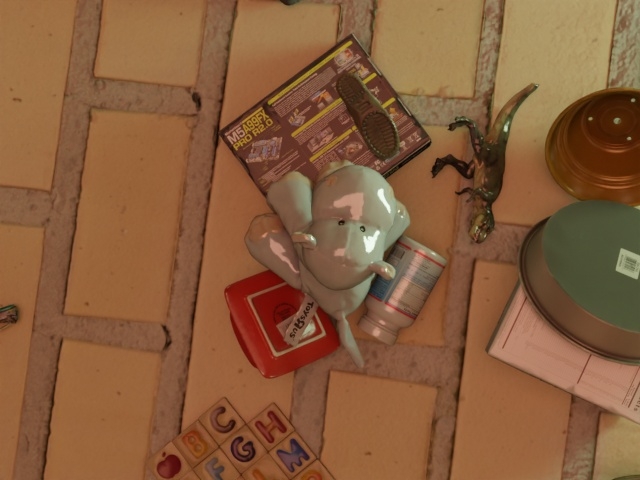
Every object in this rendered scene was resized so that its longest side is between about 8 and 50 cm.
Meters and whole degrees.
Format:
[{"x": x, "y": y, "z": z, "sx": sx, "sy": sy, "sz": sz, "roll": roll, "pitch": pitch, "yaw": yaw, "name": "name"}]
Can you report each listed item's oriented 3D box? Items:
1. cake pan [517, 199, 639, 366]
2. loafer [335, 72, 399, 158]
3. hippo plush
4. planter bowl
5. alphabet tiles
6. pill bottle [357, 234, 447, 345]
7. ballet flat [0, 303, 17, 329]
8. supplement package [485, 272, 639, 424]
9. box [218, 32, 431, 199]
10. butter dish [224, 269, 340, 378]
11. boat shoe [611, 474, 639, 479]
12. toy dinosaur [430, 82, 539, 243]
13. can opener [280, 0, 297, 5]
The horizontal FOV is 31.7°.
[{"x": 0.436, "y": 0.050, "z": 1.647, "sx": 0.293, "sy": 0.054, "sz": 0.293, "roll": 8, "pitch": 48, "yaw": -9, "name": "cake pan"}, {"x": 0.075, "y": -0.194, "z": 1.736, "sx": 0.056, "sy": 0.050, "sz": 0.148, "roll": -28, "pitch": 100, "yaw": 7, "name": "loafer"}, {"x": 0.000, "y": 0.000, "z": 1.620, "sx": 0.234, "sy": 0.236, "sz": 0.294, "roll": 18, "pitch": 79, "yaw": 4, "name": "hippo plush"}, {"x": 0.451, "y": -0.160, "z": 1.708, "sx": 0.217, "sy": 0.090, "sz": 0.217, "roll": 6, "pitch": 130, "yaw": 7, "name": "planter bowl"}, {"x": -0.114, "y": 0.437, "z": 1.806, "sx": 0.285, "sy": 0.011, "sz": 0.342, "roll": -39, "pitch": 84, "yaw": 4, "name": "alphabet tiles"}, {"x": 0.124, "y": 0.079, "z": 1.756, "sx": 0.087, "sy": 0.087, "sz": 0.160, "roll": 30, "pitch": 92, "yaw": 7, "name": "pill bottle"}, {"x": -0.552, "y": 0.136, "z": 1.858, "sx": 0.114, "sy": 0.041, "sz": 0.041, "roll": -12, "pitch": 86, "yaw": 7, "name": "ballet flat"}, {"x": 0.388, "y": 0.161, "z": 1.698, "sx": 0.244, "sy": 0.134, "sz": 0.139, "roll": 26, "pitch": 90, "yaw": 7, "name": "supplement package"}, {"x": 0.008, "y": -0.163, "z": 1.795, "sx": 0.270, "sy": 0.060, "sz": 0.216, "roll": -37, "pitch": 83, "yaw": 3, "name": "box"}, {"x": -0.078, "y": 0.136, "z": 1.769, "sx": 0.160, "sy": 0.118, "sz": 0.159, "roll": -20, "pitch": 80, "yaw": -36, "name": "butter dish"}, {"x": 0.569, "y": 0.405, "z": 1.686, "sx": 0.307, "sy": 0.104, "sz": 0.110, "roll": 9, "pitch": 97, "yaw": 5, "name": "boat shoe"}, {"x": 0.247, "y": -0.133, "z": 1.766, "sx": 0.118, "sy": 0.064, "sz": 0.268, "roll": 17, "pitch": 89, "yaw": -7, "name": "toy dinosaur"}, {"x": -0.150, "y": -0.477, "z": 1.813, "sx": 0.283, "sy": 0.076, "sz": 0.095, "roll": 45, "pitch": 73, "yaw": 6, "name": "can opener"}]
